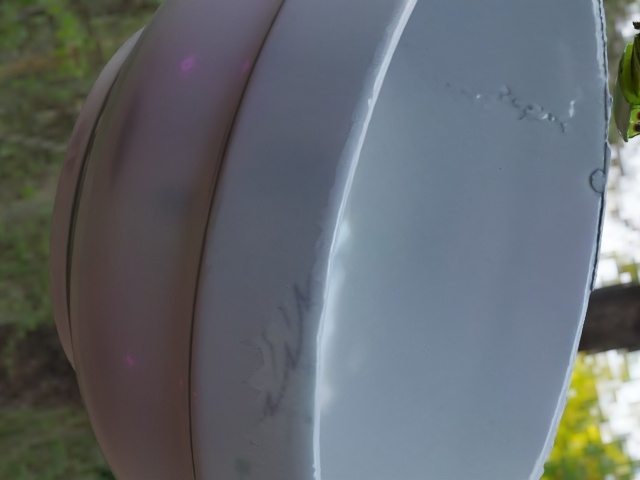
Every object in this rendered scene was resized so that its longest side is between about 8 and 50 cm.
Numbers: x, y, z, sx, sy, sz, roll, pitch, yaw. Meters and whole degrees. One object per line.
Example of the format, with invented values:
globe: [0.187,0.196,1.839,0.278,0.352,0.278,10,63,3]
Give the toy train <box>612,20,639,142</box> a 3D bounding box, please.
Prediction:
toy train: [0.196,-0.134,0.924,0.250,0.085,0.053,93,-6,-59]

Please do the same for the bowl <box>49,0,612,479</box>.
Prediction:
bowl: [0.000,0.000,0.718,0.287,0.143,0.287,-36,132,-55]
